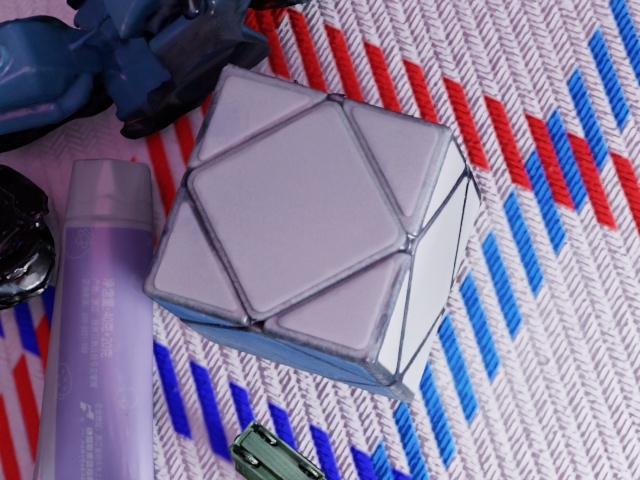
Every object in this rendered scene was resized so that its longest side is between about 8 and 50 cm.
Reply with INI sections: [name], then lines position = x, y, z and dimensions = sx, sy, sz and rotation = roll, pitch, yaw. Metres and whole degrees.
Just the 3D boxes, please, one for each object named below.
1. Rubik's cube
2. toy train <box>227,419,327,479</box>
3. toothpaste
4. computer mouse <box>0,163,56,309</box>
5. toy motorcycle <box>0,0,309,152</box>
[Rubik's cube]
position = 0.000, 0.000, 1.367
dimensions = 0.205, 0.205, 0.207
rotation = 18, 81, 16
[toy train]
position = -0.036, 0.198, 1.402
dimensions = 0.093, 0.056, 0.038
rotation = 35, 68, 18
[toothpaste]
position = -0.198, 0.115, 1.452
dimensions = 0.125, 0.080, 0.371
rotation = 0, 81, 13
[computer mouse]
position = -0.331, -0.002, 1.502
dimensions = 0.241, 0.077, 0.146
rotation = 31, 62, 28
[toy motorcycle]
position = -0.171, -0.207, 1.443
dimensions = 0.416, 0.232, 0.172
rotation = -25, 73, 5
